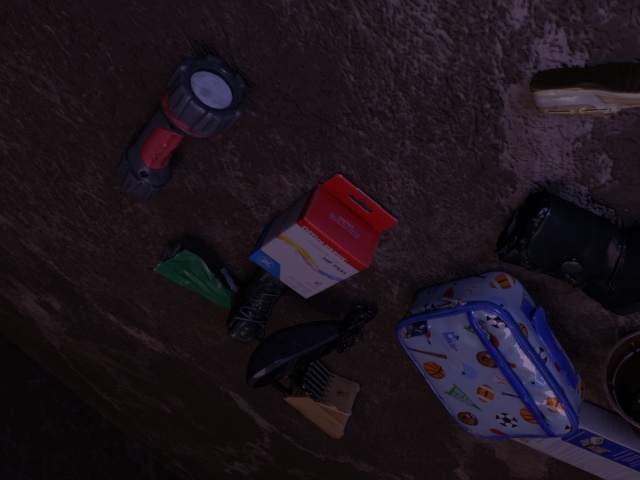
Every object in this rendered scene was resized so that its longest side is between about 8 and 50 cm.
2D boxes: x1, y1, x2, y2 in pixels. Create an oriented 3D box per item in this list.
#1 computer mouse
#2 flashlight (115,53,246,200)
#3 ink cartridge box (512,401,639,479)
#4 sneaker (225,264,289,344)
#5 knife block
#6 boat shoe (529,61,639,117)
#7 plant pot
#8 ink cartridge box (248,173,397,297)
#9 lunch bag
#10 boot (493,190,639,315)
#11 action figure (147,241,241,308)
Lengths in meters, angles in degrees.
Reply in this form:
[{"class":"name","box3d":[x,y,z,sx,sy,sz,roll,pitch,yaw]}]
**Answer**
[{"class":"computer mouse","box3d":[-0.033,0.198,1.102,0.072,0.272,0.188,58,150,21]},{"class":"flashlight","box3d":[-0.219,-0.149,0.841,0.103,0.103,0.304,34,143,-19]},{"class":"ink cartridge box","box3d":[0.586,0.420,1.132,0.371,0.069,0.176,25,144,4]},{"class":"sneaker","box3d":[-0.110,0.117,1.076,0.087,0.130,0.227,28,129,-20]},{"class":"knife block","box3d":[-0.033,0.381,1.428,0.242,0.088,0.275,20,145,8]},{"class":"boat shoe","box3d":[0.289,-0.152,0.586,0.135,0.050,0.045,12,148,33]},{"class":"plant pot","box3d":[0.534,0.244,0.865,0.167,0.167,0.165,-3,144,34]},{"class":"ink cartridge box","box3d":[0.000,0.000,0.923,0.134,0.078,0.231,37,143,-17]},{"class":"lunch bag","box3d":[0.281,0.194,0.936,0.243,0.115,0.303,-21,111,48]},{"class":"boot","box3d":[0.358,0.000,0.695,0.207,0.094,0.246,24,151,-6]},{"class":"action figure","box3d":[-0.229,0.089,1.187,0.137,0.063,0.232,-16,135,41]}]
